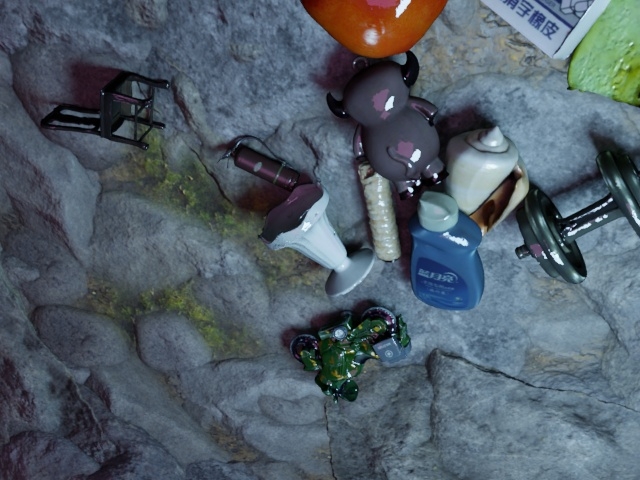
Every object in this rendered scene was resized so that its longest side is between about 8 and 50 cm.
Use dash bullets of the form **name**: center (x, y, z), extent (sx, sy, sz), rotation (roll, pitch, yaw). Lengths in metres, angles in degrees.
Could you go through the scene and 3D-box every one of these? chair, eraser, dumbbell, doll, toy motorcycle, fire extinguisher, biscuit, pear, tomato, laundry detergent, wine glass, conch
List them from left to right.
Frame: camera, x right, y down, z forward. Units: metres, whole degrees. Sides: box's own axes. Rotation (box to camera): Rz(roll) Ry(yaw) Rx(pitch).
- **chair**: center (-0.415, -0.258, 1.430), extent (0.229, 0.106, 0.113), rotation (13, 124, 3)
- **fire extinguisher**: center (-0.115, -0.153, 1.468), extent (0.157, 0.045, 0.078), rotation (25, 95, -2)
- **wine glass**: center (0.000, 0.000, 1.474), extent (0.165, 0.165, 0.196), rotation (-33, 117, 28)
- **toy motorcycle**: center (0.078, 0.250, 1.626), extent (0.274, 0.125, 0.187), rotation (-25, 103, 25)
- **tomato**: center (0.092, -0.414, 1.177), extent (0.259, 0.180, 0.260), rotation (4, 123, 7)
- **biscuit**: center (0.117, -0.053, 1.467), extent (0.061, 0.055, 0.219), rotation (3, 122, 24)
- **doll**: center (0.127, -0.205, 1.308), extent (0.182, 0.117, 0.257), rotation (-27, 92, 23)
- **laundry detergent**: center (0.231, 0.019, 1.404), extent (0.143, 0.094, 0.290), rotation (14, 148, 24)
- **conch**: center (0.292, -0.117, 1.370), extent (0.158, 0.127, 0.255), rotation (17, 149, 2)
- **eraser**: center (0.327, -0.390, 1.151), extent (0.210, 0.068, 0.124), rotation (48, 127, 22)
- **dumbbell**: center (0.476, -0.038, 1.315), extent (0.290, 0.192, 0.192), rotation (-30, 111, 25)
- **pear**: center (0.559, -0.319, 1.130), extent (0.286, 0.176, 0.282), rotation (27, 116, 31)
